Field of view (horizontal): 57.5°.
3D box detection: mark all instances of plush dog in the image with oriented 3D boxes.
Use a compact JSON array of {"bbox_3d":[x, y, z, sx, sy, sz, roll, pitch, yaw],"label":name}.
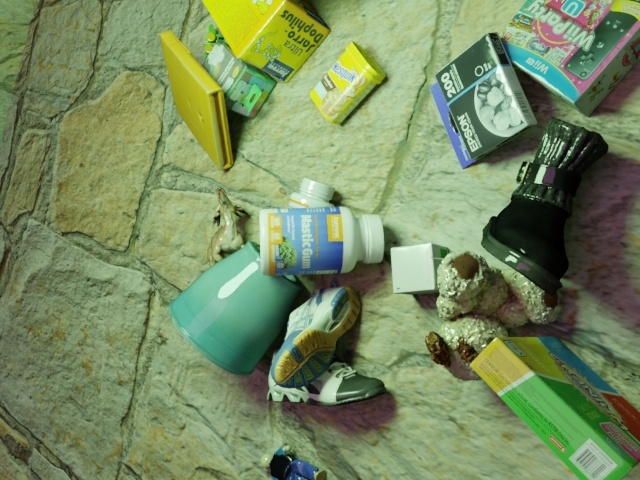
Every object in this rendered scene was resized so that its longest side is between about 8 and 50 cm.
[{"bbox_3d":[0.294,0.157,1.123,0.210,0.262,0.225,167,119,-70],"label":"plush dog"}]

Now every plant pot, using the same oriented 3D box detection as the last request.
[{"bbox_3d":[-0.190,0.152,1.459,0.255,0.272,0.271,-48,57,5],"label":"plant pot"}]

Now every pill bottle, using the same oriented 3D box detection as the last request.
[{"bbox_3d":[0.000,0.000,1.318,0.272,0.152,0.152,-2,79,-5],"label":"pill bottle"},{"bbox_3d":[-0.036,-0.042,1.445,0.117,0.117,0.215,23,97,37],"label":"pill bottle"}]

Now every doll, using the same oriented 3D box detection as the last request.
[{"bbox_3d":[-0.078,0.570,1.429,0.189,0.046,0.129,9,87,38],"label":"doll"}]

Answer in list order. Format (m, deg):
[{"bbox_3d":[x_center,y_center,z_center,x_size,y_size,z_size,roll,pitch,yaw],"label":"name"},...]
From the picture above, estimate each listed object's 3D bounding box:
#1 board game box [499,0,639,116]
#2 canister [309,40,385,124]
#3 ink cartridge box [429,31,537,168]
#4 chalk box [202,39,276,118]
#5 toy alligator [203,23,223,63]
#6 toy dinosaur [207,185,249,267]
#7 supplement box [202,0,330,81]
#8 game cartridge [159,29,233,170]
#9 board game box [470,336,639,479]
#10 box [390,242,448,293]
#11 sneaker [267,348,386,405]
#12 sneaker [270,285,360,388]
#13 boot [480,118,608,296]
[{"bbox_3d":[0.513,-0.424,1.097,0.303,0.097,0.224,-54,56,20],"label":"board game box"},{"bbox_3d":[0.063,-0.387,1.451,0.170,0.073,0.126,-45,59,26],"label":"canister"},{"bbox_3d":[0.314,-0.278,1.196,0.208,0.045,0.206,-34,73,53],"label":"ink cartridge box"},{"bbox_3d":[-0.226,-0.441,1.645,0.132,0.132,0.213,-52,58,18],"label":"chalk box"},{"bbox_3d":[-0.329,-0.572,1.796,0.051,0.056,0.189,7,86,-2],"label":"toy alligator"},{"bbox_3d":[-0.268,0.009,1.621,0.295,0.127,0.200,-54,47,33],"label":"toy dinosaur"},{"bbox_3d":[-0.169,-0.641,1.590,0.195,0.194,0.356,-44,60,24],"label":"supplement box"},{"bbox_3d":[-0.356,-0.403,1.683,0.323,0.053,0.285,53,157,32],"label":"game cartridge"},{"bbox_3d":[0.404,0.260,0.935,0.242,0.316,0.064,47,111,32],"label":"board game box"},{"bbox_3d":[0.216,0.063,1.254,0.102,0.087,0.101,-9,78,36],"label":"box"},{"bbox_3d":[0.000,0.306,1.361,0.331,0.122,0.146,-7,81,36],"label":"sneaker"},{"bbox_3d":[-0.030,0.220,1.337,0.131,0.296,0.112,-2,123,43],"label":"sneaker"},{"bbox_3d":[0.397,-0.073,1.002,0.131,0.348,0.260,32,109,-2],"label":"boot"}]
